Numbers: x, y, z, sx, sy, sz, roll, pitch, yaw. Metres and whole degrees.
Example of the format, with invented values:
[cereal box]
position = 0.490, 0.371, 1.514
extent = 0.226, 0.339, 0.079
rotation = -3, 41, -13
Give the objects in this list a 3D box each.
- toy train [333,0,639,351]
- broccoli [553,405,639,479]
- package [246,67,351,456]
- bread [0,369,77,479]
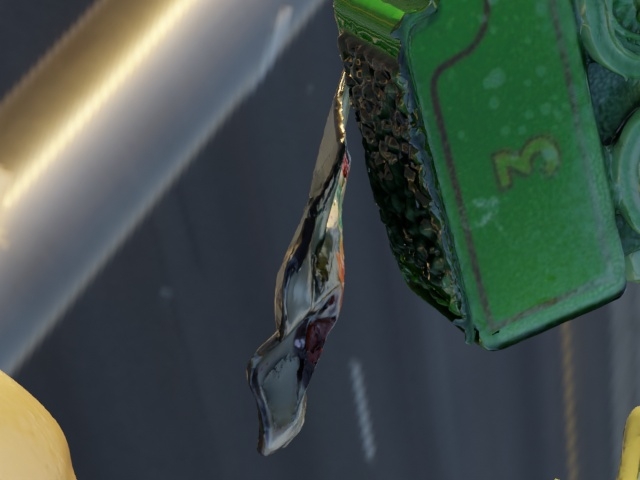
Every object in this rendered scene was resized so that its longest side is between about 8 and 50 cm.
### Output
[toy train]
position = 0.113, -0.074, 0.954
extent = 0.188, 0.132, 0.243
rotation = -21, 114, -15
[broccoli]
position = 0.248, 0.233, 1.147
extent = 0.293, 0.347, 0.281
rotation = 75, 17, -54
[package]
position = 0.000, 0.000, 1.026
extent = 0.232, 0.040, 0.166
rotation = -74, 174, -48
[bread]
position = -0.334, 0.268, 1.387
extent = 0.348, 0.253, 0.376
rotation = -53, -163, 23
